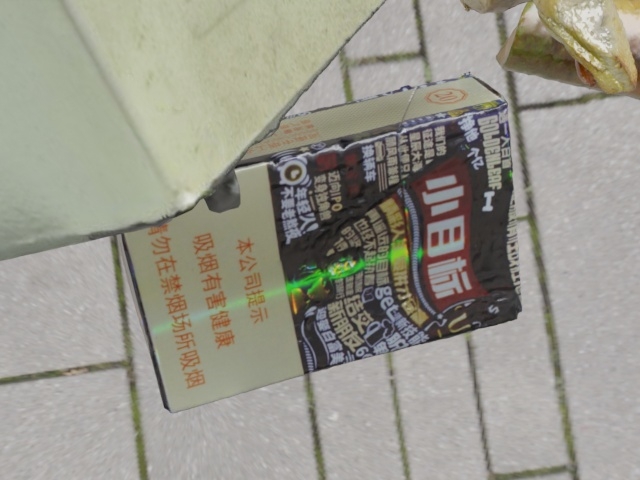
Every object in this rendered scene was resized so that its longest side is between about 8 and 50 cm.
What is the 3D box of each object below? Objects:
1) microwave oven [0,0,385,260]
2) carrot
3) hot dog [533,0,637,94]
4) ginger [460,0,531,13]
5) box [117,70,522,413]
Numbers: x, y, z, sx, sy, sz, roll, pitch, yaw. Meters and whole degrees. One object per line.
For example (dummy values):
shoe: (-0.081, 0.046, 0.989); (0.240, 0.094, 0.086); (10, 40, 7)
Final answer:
microwave oven: (-0.111, -0.217, 0.483); (0.394, 0.247, 0.333); (-53, 125, -46)
carrot: (0.333, -0.197, 1.256); (0.301, 0.114, 0.114); (10, 82, -10)
hot dog: (0.196, -0.189, 0.941); (0.061, 0.078, 0.169); (-10, 101, 29)
ginger: (0.185, -0.256, 1.006); (0.095, 0.069, 0.190); (25, 126, -17)
box: (0.000, 0.000, 0.970); (0.310, 0.084, 0.198); (-14, 119, -10)
